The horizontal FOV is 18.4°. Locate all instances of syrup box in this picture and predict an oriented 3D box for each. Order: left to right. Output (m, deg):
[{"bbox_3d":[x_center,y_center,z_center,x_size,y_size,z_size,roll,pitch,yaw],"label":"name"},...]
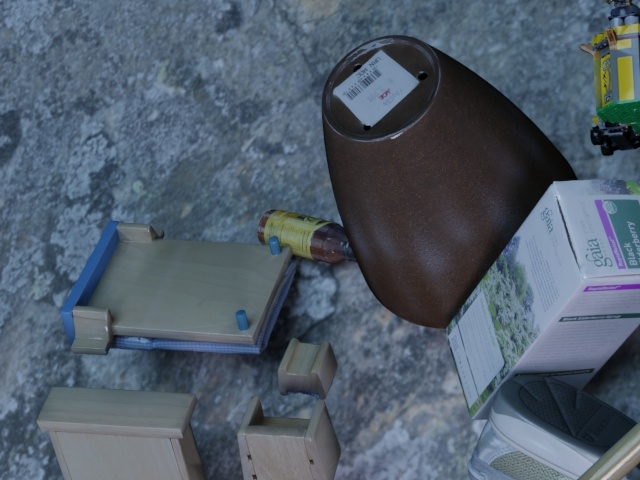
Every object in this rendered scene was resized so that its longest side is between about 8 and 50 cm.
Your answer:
[{"bbox_3d":[0.196,0.053,1.632,0.237,0.096,0.093,121,141,-51],"label":"syrup box"}]

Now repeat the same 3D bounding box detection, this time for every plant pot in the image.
[{"bbox_3d":[0.092,-0.070,1.718,0.215,0.230,0.215,-13,55,19],"label":"plant pot"}]

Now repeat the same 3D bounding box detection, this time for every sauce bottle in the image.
[{"bbox_3d":[0.000,0.000,1.888,0.128,0.042,0.042,14,78,32],"label":"sauce bottle"}]

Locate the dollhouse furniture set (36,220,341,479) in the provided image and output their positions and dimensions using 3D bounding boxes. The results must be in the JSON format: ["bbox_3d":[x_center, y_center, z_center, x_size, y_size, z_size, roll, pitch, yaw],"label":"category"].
[{"bbox_3d":[-0.088,0.138,1.864,0.286,0.198,0.303,2,42,17],"label":"dollhouse furniture set"}]

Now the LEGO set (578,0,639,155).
[{"bbox_3d":[0.373,-0.189,1.604,0.331,0.255,0.192,-9,74,29],"label":"LEGO set"}]

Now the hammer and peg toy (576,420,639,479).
[{"bbox_3d":[0.350,0.216,1.376,0.266,0.127,0.361,-38,57,24],"label":"hammer and peg toy"}]

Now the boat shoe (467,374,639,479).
[{"bbox_3d":[0.265,0.227,1.570,0.320,0.118,0.103,31,119,17],"label":"boat shoe"}]
